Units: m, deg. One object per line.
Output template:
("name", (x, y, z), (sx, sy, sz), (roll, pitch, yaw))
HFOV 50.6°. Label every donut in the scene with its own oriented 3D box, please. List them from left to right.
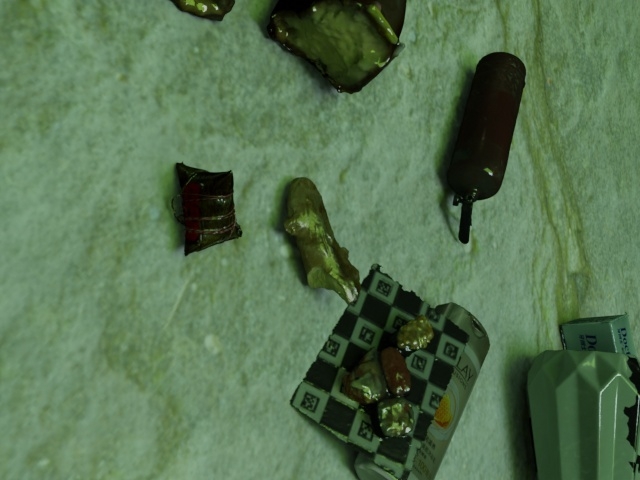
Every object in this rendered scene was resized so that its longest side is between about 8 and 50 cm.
("donut", (-0.040, -0.316, 0.661), (0.345, 0.136, 0.259), (23, 68, -39))

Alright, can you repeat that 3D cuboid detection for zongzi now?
("zongzi", (-0.105, -0.040, 0.594), (0.067, 0.073, 0.083), (-20, 134, -44))

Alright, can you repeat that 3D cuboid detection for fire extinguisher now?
("fire extinguisher", (0.218, -0.127, 0.901), (0.089, 0.072, 0.267), (75, 30, -56))

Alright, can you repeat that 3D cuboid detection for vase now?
("vase", (0.340, 0.323, 0.850), (0.165, 0.165, 0.360), (14, 74, -40))

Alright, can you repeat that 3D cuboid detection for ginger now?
("ginger", (-0.003, 0.002, 0.679), (0.057, 0.044, 0.137), (-24, 90, -14))

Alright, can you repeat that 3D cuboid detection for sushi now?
("sushi", (0.076, 0.121, 0.691), (0.139, 0.031, 0.201), (35, 54, -1))

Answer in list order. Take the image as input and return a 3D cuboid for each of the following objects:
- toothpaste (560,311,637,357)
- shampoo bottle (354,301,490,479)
("toothpaste", (0.435, 0.266, 0.992), (0.071, 0.089, 0.312), (-10, 87, -39))
("shampoo bottle", (0.117, 0.175, 0.737), (0.086, 0.056, 0.227), (51, 51, -18))
